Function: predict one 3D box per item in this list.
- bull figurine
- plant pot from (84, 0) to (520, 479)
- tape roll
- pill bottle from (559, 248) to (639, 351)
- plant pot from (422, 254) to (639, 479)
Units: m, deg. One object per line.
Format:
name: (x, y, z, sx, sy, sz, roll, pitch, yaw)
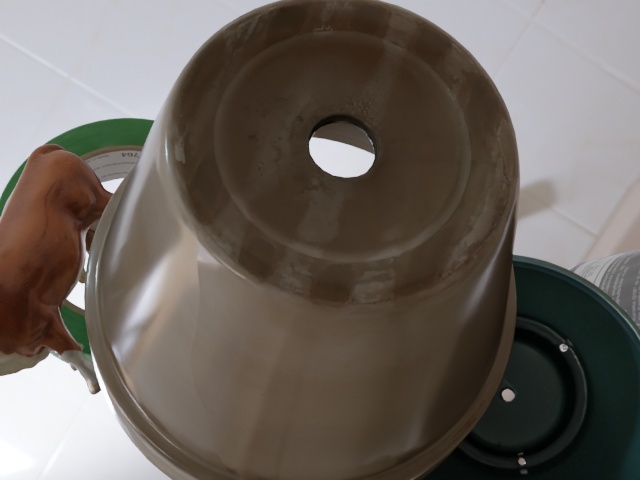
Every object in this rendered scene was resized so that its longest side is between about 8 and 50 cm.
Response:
bull figurine: (-0.293, 0.050, 0.985, 0.101, 0.188, 0.310, -6, 53, 42)
plant pot: (0.000, 0.000, 0.619, 0.323, 0.323, 0.280, -61, -4, -24)
tape roll: (-0.234, 0.004, 1.174, 0.321, 0.321, 0.077, -62, -4, -25)
pill bottle: (0.412, 0.113, 1.209, 0.361, 0.204, 0.204, -21, 36, 58)
plant pot: (0.178, 0.160, 0.932, 0.293, 0.293, 0.196, -59, -13, 6)
